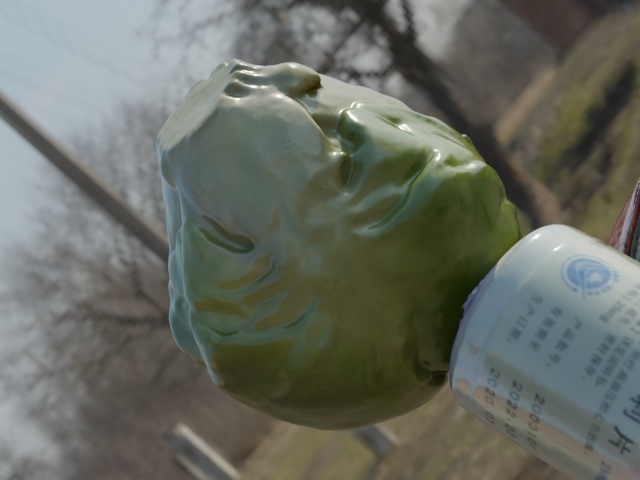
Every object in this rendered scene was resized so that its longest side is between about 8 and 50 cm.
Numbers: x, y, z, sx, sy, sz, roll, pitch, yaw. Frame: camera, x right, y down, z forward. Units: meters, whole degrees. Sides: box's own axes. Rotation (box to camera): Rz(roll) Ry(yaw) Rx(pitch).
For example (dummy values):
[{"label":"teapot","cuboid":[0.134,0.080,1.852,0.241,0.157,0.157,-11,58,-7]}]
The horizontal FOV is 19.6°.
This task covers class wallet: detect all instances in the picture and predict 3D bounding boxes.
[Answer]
[{"label":"wallet","cuboid":[0.285,0.024,1.730,0.204,0.045,0.142,103,-175,-61]}]

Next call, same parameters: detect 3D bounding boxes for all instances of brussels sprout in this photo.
[{"label":"brussels sprout","cuboid":[0.000,0.012,1.480,0.242,0.317,0.273,-65,-1,-60]}]

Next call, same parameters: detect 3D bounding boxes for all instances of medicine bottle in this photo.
[{"label":"medicine bottle","cuboid":[0.252,0.121,1.377,0.170,0.293,0.170,-39,-33,-31]}]
